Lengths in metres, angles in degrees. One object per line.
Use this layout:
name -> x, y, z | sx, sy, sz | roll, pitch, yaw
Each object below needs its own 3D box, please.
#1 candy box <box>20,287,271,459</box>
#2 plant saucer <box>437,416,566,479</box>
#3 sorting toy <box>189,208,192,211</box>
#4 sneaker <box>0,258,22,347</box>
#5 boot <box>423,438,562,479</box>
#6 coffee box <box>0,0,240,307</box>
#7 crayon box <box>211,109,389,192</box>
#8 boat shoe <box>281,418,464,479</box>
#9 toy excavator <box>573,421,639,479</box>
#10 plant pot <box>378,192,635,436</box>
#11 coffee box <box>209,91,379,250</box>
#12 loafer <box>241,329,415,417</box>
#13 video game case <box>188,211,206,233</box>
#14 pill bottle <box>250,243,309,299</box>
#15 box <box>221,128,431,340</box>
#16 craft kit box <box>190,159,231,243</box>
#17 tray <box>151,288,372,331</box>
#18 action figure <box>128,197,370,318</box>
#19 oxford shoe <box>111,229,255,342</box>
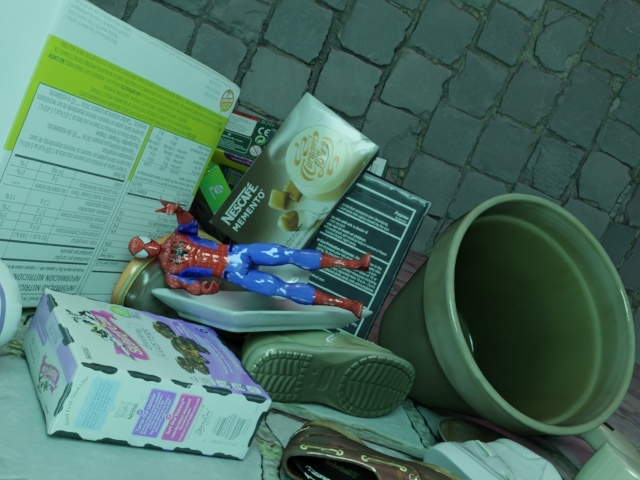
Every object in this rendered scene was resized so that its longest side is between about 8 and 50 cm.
candy box -> -0.173, 0.129, 0.683 | 0.196, 0.070, 0.165 | 20, 8, -35
plant saucer -> 0.237, 0.301, 0.919 | 0.198, 0.036, 0.198 | 24, 7, -3
sorting toy -> -0.262, -0.076, 1.691 | 0.208, 0.038, 0.193 | 23, 8, -5
sneaker -> -0.398, 0.036, 0.568 | 0.282, 0.102, 0.161 | 16, 9, 16
boot -> 0.221, 0.277, 0.715 | 0.123, 0.095, 0.258 | -4, 19, -23
coffee box -> -0.370, -0.134, 0.852 | 0.337, 0.334, 0.338 | 27, 6, 21
crayon box -> -0.057, -0.115, 1.483 | 0.362, 0.106, 0.313 | 19, -20, 4
boat shoe -> 0.059, 0.242, 0.669 | 0.207, 0.073, 0.073 | 19, 9, 11
toy excavator -> 0.404, 0.258, 1.183 | 0.445, 0.222, 0.433 | 39, 15, 27
plant pot -> 0.233, 0.128, 1.026 | 0.323, 0.323, 0.280 | 22, -27, -21
coffee box -> -0.037, -0.083, 1.087 | 0.141, 0.246, 0.098 | 39, 3, 3
loafer -> 0.012, 0.161, 0.918 | 0.268, 0.102, 0.092 | 19, 16, -34
video game case -> -0.225, -0.023, 1.682 | 0.201, 0.023, 0.183 | 22, 9, -15
pill bottle -> -0.058, 0.039, 0.933 | 0.067, 0.067, 0.120 | 23, -2, -13
box -> 0.000, 0.000, 1.235 | 0.296, 0.294, 0.183 | 26, 8, 4
craft kit box -> -0.226, -0.084, 1.414 | 0.246, 0.061, 0.250 | 36, -24, 48
tray -> -0.065, 0.088, 0.876 | 0.145, 0.030, 0.270 | 11, 2, 37
action figure -> -0.085, 0.023, 0.781 | 0.280, 0.091, 0.139 | 9, -8, 3
oxford shoe -> -0.136, 0.074, 0.972 | 0.132, 0.130, 0.363 | 35, 11, 22
